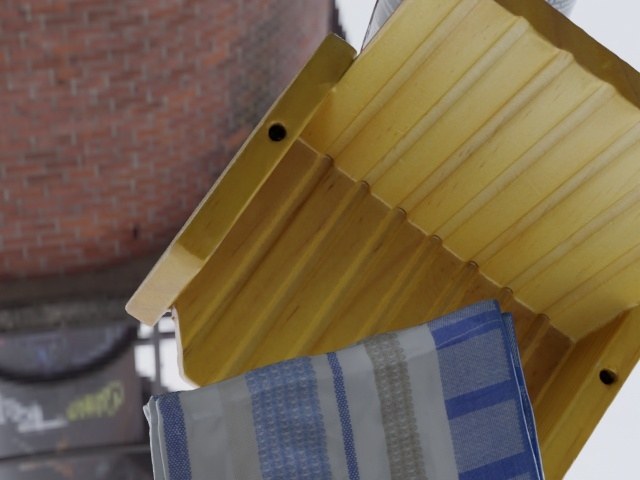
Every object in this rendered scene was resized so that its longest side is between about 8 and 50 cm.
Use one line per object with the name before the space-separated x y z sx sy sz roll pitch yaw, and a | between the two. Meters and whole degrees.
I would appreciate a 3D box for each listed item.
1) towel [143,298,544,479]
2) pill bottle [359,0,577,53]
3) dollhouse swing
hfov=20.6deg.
towel | 0.014 0.166 1.232 0.285 0.034 0.209 -17 -120 14
pill bottle | 0.153 -0.250 1.609 0.176 0.318 0.176 11 -139 -10
dollhouse swing | 0.092 0.025 1.305 0.347 0.305 0.315 37 -105 -6
